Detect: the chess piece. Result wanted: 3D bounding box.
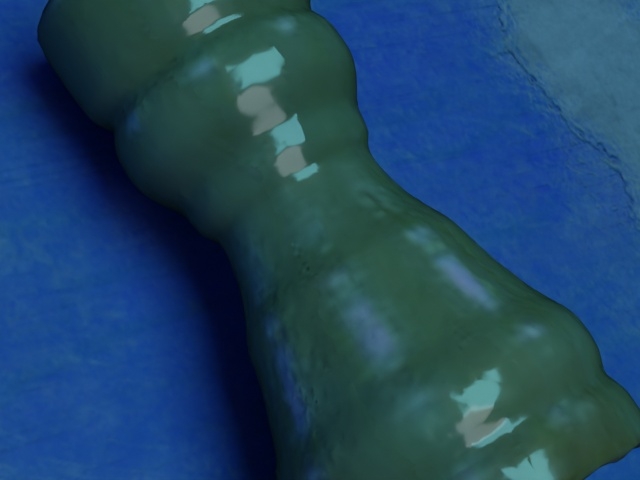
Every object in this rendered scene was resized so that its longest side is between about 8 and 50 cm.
[{"bbox_3d":[0.000,0.000,1.159,0.234,0.234,0.442,-26,79,-41],"label":"chess piece"}]
